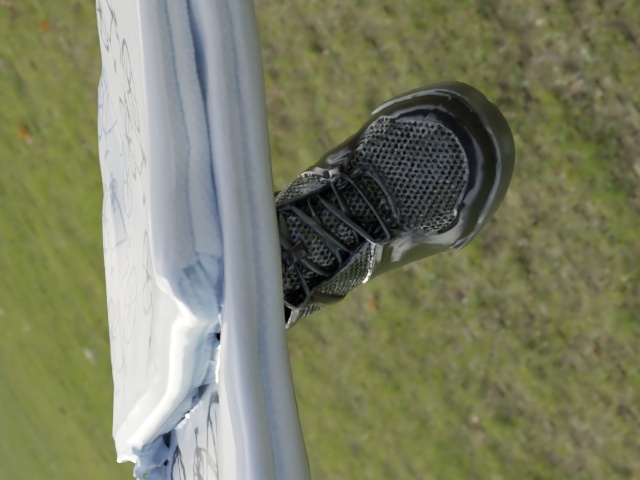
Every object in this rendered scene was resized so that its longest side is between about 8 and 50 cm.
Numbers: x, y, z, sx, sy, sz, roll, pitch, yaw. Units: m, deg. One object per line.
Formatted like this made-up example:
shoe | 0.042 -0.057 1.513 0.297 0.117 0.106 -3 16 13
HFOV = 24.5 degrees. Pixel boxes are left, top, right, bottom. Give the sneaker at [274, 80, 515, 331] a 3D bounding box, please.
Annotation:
sneaker | 0.000 0.000 0.769 0.227 0.130 0.087 -28 96 45

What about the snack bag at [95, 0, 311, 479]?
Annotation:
snack bag | -0.046 0.048 0.480 0.323 0.037 0.343 122 142 -72
